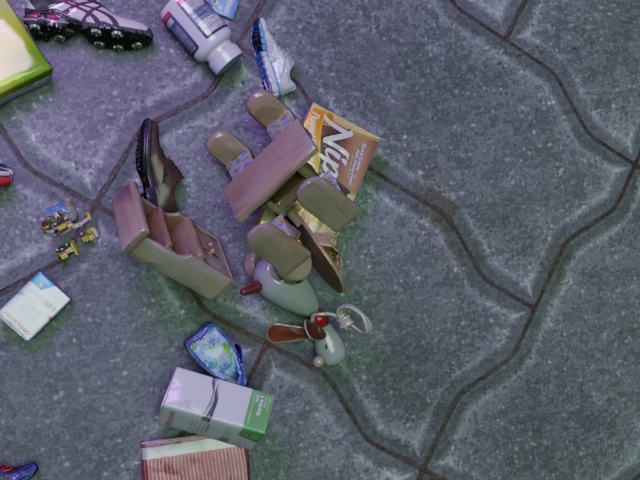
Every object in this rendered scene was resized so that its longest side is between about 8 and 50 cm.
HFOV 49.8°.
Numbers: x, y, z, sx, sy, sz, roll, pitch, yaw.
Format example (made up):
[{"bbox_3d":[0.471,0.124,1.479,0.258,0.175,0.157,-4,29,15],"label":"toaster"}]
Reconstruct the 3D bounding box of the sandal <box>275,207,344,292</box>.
[{"bbox_3d":[0.003,-0.001,1.526,0.079,0.088,0.240,-41,97,-24],"label":"sandal"}]

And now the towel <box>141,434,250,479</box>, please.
[{"bbox_3d":[-0.270,0.599,1.537,0.237,0.037,0.329,-5,87,-12],"label":"towel"}]

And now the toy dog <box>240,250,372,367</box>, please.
[{"bbox_3d":[-0.065,0.159,1.539,0.334,0.220,0.161,48,55,2],"label":"toy dog"}]

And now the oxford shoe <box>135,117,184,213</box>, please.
[{"bbox_3d":[-0.359,-0.160,1.539,0.096,0.083,0.227,-8,94,-27],"label":"oxford shoe"}]

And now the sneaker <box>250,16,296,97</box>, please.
[{"bbox_3d":[-0.107,-0.431,1.622,0.082,0.071,0.191,-19,100,-21],"label":"sneaker"}]

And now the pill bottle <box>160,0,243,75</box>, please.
[{"bbox_3d":[-0.264,-0.468,1.557,0.108,0.108,0.180,-42,97,-13],"label":"pill bottle"}]

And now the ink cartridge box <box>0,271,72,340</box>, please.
[{"bbox_3d":[-0.606,0.140,1.466,0.088,0.052,0.122,45,77,-8],"label":"ink cartridge box"}]

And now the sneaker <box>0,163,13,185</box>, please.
[{"bbox_3d":[-0.775,-0.095,1.428,0.279,0.107,0.118,-13,109,-12],"label":"sneaker"}]

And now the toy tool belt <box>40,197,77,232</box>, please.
[{"bbox_3d":[-0.570,-0.058,1.483,0.083,0.051,0.052,-31,58,-15],"label":"toy tool belt"}]

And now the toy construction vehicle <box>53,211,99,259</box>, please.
[{"bbox_3d":[-0.529,-0.008,1.484,0.098,0.035,0.086,-29,131,-20],"label":"toy construction vehicle"}]

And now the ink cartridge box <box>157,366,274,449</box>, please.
[{"bbox_3d":[-0.227,0.363,1.478,0.219,0.160,0.093,19,58,-8],"label":"ink cartridge box"}]

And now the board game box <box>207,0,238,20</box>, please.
[{"bbox_3d":[-0.235,-0.574,1.615,0.090,0.020,0.090,18,83,-14],"label":"board game box"}]

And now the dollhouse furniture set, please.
[{"bbox_3d":[-0.189,-0.102,1.403,0.394,0.362,0.256,-42,133,13],"label":"dollhouse furniture set"}]

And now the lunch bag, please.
[{"bbox_3d":[-0.221,0.257,1.518,0.096,0.129,0.151,-39,95,-13],"label":"lunch bag"}]

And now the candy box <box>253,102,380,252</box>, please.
[{"bbox_3d":[-0.008,-0.137,1.614,0.182,0.087,0.317,26,81,-13],"label":"candy box"}]

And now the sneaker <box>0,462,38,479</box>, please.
[{"bbox_3d":[-0.698,0.482,1.412,0.221,0.083,0.087,-5,80,-18],"label":"sneaker"}]

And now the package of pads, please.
[{"bbox_3d":[-0.745,-0.377,1.419,0.296,0.101,0.229,-34,96,-23],"label":"package of pads"}]

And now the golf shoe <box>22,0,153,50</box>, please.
[{"bbox_3d":[-0.501,-0.491,1.504,0.272,0.105,0.120,6,78,-14],"label":"golf shoe"}]
